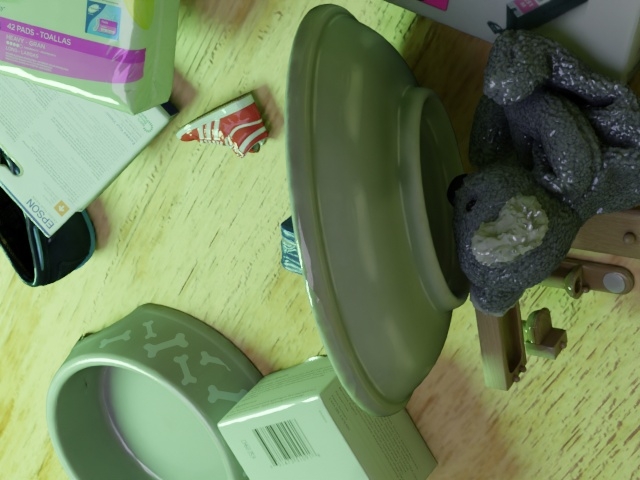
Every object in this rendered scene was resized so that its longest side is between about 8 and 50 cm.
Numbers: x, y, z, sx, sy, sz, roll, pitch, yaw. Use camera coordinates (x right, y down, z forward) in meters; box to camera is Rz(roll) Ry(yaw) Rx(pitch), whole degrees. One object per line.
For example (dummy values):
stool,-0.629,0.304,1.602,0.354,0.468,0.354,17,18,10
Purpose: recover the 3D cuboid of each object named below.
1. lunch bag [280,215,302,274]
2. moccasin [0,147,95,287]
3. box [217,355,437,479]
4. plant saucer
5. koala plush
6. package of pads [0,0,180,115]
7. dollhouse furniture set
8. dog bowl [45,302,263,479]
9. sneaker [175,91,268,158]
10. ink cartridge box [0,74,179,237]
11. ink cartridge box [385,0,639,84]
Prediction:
lunch bag,0.000,0.000,1.858,0.098,0.067,0.065,20,127,26
moccasin,-0.403,-0.099,2.043,0.137,0.117,0.342,-30,99,43
box,0.008,0.243,1.974,0.181,0.119,0.182,-20,106,41
plant saucer,0.074,-0.035,1.586,0.100,0.400,0.400,-9,114,16
koala plush,0.203,-0.042,1.551,0.203,0.221,0.196,28,160,10
package of pads,-0.264,-0.307,1.787,0.229,0.101,0.297,18,113,22
dollhouse furniture set,0.246,0.060,1.666,0.123,0.151,0.144,10,127,30
dog bowl,-0.208,0.254,2.147,0.348,0.102,0.349,18,127,25
sneaker,-0.110,-0.118,1.877,0.118,0.042,0.067,-21,101,39
ink cartridge box,-0.314,-0.155,1.946,0.224,0.045,0.223,-41,91,22
ink cartridge box,0.192,-0.295,1.540,0.275,0.060,0.239,25,131,20
